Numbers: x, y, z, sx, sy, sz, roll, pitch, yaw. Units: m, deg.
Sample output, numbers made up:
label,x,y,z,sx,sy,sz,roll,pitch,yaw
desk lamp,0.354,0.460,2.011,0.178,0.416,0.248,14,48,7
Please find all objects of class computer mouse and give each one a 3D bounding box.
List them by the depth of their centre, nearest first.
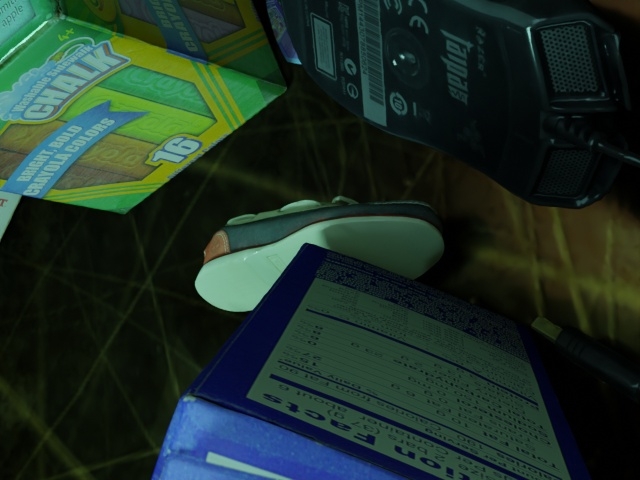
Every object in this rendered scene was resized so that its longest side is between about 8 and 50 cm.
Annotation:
label,x,y,z,sx,sy,sz,roll,pitch,yaw
computer mouse,0.088,-0.039,0.562,0.262,0.060,0.184,29,141,43

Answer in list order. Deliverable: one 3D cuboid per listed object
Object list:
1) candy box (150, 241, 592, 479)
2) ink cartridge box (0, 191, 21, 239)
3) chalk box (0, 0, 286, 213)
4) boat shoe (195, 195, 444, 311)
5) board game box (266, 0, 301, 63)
label,x,y,z,sx,sy,sz,roll,pitch,yaw
candy box,-0.010,0.158,0.472,0.122,0.317,0.268,19,98,3
ink cartridge box,-0.241,0.000,0.798,0.052,0.088,0.122,40,108,35
chalk box,-0.144,-0.110,0.662,0.132,0.213,0.132,-33,67,29
boat shoe,0.000,0.000,0.653,0.137,0.049,0.043,-14,38,34
board game box,0.031,-0.147,0.652,0.169,0.033,0.133,14,93,36
